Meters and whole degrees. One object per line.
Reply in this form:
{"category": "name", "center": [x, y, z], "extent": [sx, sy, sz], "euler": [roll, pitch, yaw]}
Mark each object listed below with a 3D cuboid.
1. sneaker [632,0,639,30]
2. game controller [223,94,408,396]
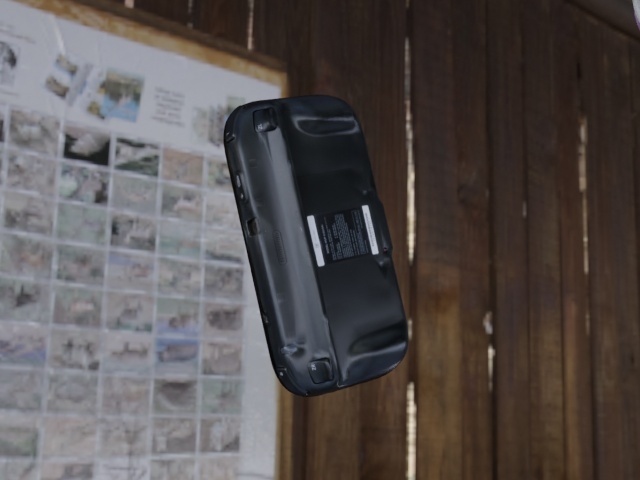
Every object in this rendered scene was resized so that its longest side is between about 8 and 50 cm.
{"category": "sneaker", "center": [0.364, -0.139, 0.680], "extent": [0.114, 0.305, 0.152], "euler": [6, 146, -38]}
{"category": "game controller", "center": [0.000, 0.000, 0.915], "extent": [0.166, 0.319, 0.067], "euler": [-11, 177, -37]}
